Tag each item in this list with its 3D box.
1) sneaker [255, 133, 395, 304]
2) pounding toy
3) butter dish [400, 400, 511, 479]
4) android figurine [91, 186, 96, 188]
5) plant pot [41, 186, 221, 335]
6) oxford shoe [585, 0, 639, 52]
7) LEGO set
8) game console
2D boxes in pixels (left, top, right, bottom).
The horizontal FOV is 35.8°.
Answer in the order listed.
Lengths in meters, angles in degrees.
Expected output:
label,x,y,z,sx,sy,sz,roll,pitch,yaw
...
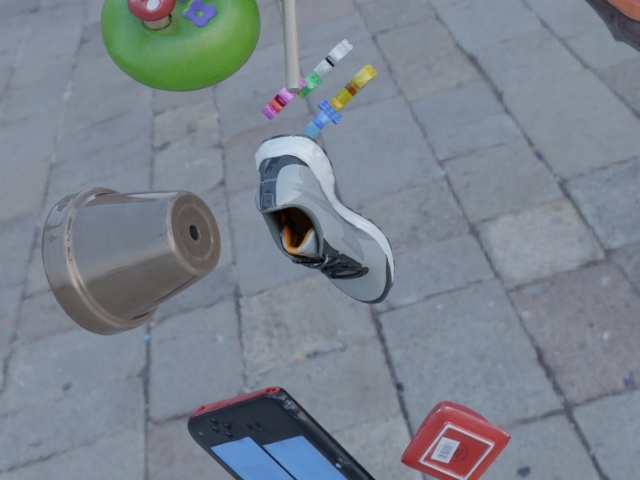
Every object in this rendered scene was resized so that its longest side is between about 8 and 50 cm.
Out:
label,x,y,z,sx,sy,sz,roll,pitch,yaw
sneaker,-0.001,0.000,1.152,0.100,0.271,0.108,-11,48,29
pounding toy,-0.132,-0.268,1.099,0.237,0.110,0.182,3,67,-1
butter dish,0.249,0.364,1.869,0.160,0.160,0.118,25,27,-14
android figurine,-0.412,0.030,1.958,0.056,0.272,0.248,-11,27,3
plant pot,-0.301,0.016,1.694,0.229,0.263,0.263,-15,30,27
oxford shoe,0.381,-0.311,1.286,0.097,0.098,0.271,-15,35,-2
LEGO set,0.020,-0.227,1.434,0.093,0.087,0.227,-41,6,38
game console,-0.053,0.440,1.901,0.342,0.386,0.060,-23,25,52
